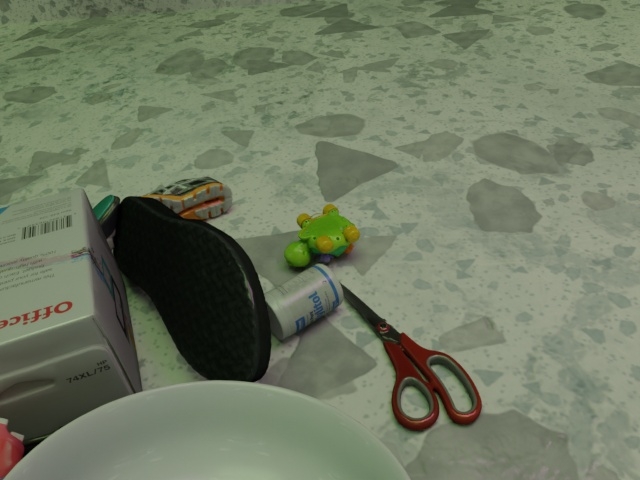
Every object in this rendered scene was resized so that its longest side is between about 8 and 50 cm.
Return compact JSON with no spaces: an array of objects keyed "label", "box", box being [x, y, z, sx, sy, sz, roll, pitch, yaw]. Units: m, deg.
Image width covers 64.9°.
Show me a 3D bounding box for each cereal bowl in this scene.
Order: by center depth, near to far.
[{"label":"cereal bowl","box":[-0.087,0.266,0.413,0.338,0.141,0.339,6,16,-2]}]

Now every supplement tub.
[{"label":"supplement tub","box":[-0.027,0.086,0.719,0.107,0.071,0.071,-29,45,-25]}]

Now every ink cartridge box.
[{"label":"ink cartridge box","box":[-0.361,0.102,0.639,0.198,0.197,0.270,-18,41,-15]}]

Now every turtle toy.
[{"label":"turtle toy","box":[0.000,0.000,0.822,0.130,0.066,0.095,-21,42,-17]}]

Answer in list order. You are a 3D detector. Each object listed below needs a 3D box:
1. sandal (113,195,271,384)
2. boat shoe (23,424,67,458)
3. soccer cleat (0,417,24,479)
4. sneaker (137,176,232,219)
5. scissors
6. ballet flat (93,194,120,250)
[{"label":"sandal","box":[-0.175,0.038,0.720,0.107,0.168,0.445,4,19,-41]},{"label":"boat shoe","box":[-0.305,0.260,0.522,0.335,0.096,0.112,-20,42,-17]},{"label":"soccer cleat","box":[-0.404,0.215,0.463,0.247,0.083,0.095,-1,44,1]},{"label":"sneaker","box":[-0.275,-0.067,0.931,0.214,0.084,0.083,-15,36,-25]},{"label":"scissors","box":[0.105,0.131,0.692,0.109,0.021,0.297,-17,40,-10]},{"label":"ballet flat","box":[-0.386,0.017,0.817,0.074,0.074,0.203,31,73,36]}]
